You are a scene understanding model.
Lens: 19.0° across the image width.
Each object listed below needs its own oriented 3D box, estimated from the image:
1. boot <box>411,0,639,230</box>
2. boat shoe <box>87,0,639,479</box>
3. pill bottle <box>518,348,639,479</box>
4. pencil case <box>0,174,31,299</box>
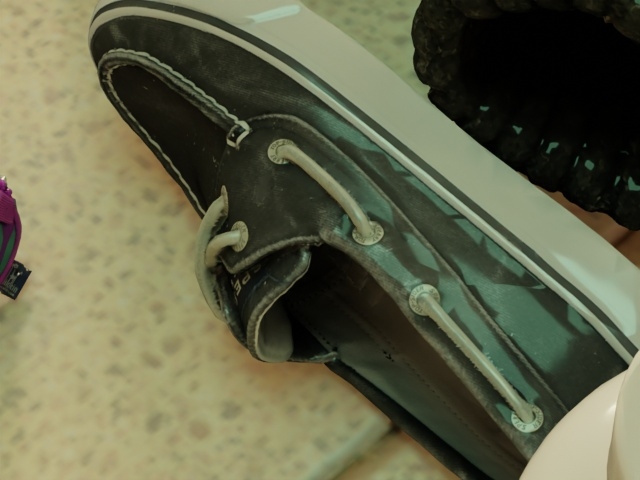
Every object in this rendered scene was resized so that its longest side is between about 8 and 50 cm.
[{"bbox_3d":[0.230,-0.105,0.752,0.348,0.131,0.260,8,39,17],"label":"boot"},{"bbox_3d":[0.000,0.000,0.737,0.301,0.108,0.102,39,62,22],"label":"boat shoe"},{"bbox_3d":[0.118,0.125,0.513,0.146,0.264,0.146,-3,51,4],"label":"pill bottle"},{"bbox_3d":[-0.192,-0.024,0.794,0.152,0.064,0.070,31,75,26],"label":"pencil case"}]
